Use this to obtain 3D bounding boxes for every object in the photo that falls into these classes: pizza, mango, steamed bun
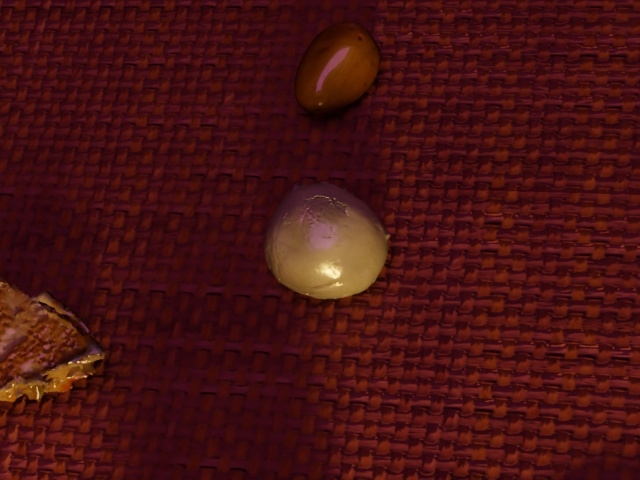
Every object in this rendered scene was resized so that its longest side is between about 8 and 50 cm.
[{"bbox_3d":[-0.365,0.085,1.806,0.288,0.074,0.251,-17,60,5],"label":"pizza"},{"bbox_3d":[0.015,-0.183,1.854,0.080,0.060,0.114,18,72,26],"label":"mango"},{"bbox_3d":[0.000,0.000,1.742,0.130,0.091,0.112,28,74,26],"label":"steamed bun"}]
